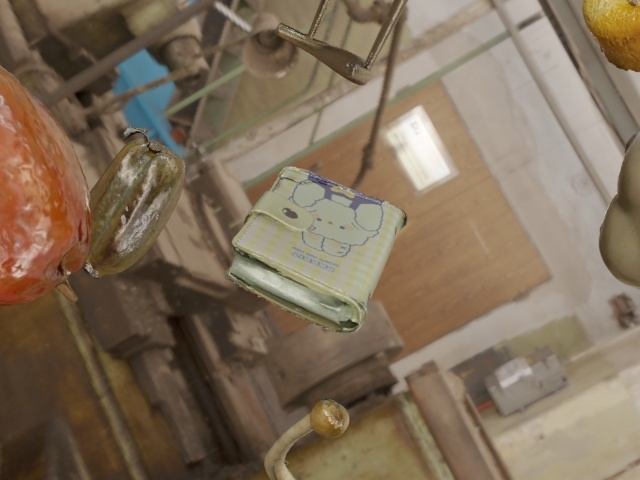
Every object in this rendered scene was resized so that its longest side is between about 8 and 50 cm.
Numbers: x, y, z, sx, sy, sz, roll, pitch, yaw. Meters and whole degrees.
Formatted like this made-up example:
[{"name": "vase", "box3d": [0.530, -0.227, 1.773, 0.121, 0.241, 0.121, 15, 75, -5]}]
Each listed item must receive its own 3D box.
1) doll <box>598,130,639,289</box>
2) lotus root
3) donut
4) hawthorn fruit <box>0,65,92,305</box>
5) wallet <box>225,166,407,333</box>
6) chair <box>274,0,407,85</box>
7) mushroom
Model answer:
[{"name": "doll", "box3d": [0.411, 0.020, 0.823, 0.370, 0.226, 0.214, -103, -155, -53]}, {"name": "lotus root", "box3d": [-0.304, -0.053, 1.373, 0.124, 0.241, 0.123, 34, 3, 17]}, {"name": "donut", "box3d": [0.397, -0.298, 1.036, 0.075, 0.190, 0.174, 18, 72, -40]}, {"name": "hawthorn fruit", "box3d": [-0.288, -0.035, 0.723, 0.262, 0.210, 0.210, 42, 15, -25]}, {"name": "wallet", "box3d": [0.000, 0.000, 1.298, 0.223, 0.077, 0.309, 22, 31, 4]}, {"name": "chair", "box3d": [0.011, -0.314, 0.907, 0.166, 0.272, 0.188, 8, 21, -34]}, {"name": "mushroom", "box3d": [-0.026, 0.249, 0.992, 0.068, 0.043, 0.306, 30, -34, 7]}]
